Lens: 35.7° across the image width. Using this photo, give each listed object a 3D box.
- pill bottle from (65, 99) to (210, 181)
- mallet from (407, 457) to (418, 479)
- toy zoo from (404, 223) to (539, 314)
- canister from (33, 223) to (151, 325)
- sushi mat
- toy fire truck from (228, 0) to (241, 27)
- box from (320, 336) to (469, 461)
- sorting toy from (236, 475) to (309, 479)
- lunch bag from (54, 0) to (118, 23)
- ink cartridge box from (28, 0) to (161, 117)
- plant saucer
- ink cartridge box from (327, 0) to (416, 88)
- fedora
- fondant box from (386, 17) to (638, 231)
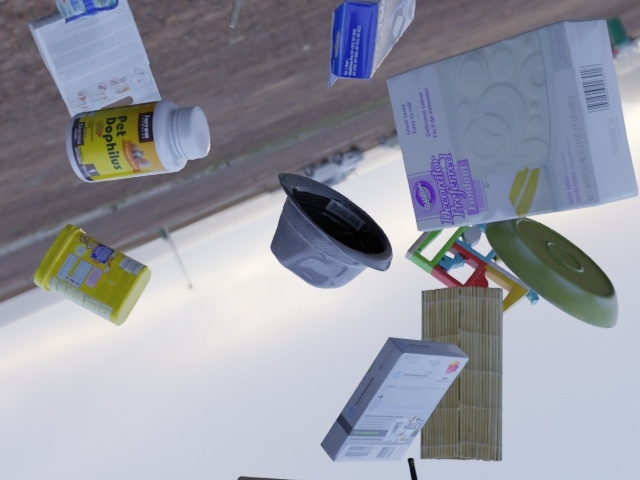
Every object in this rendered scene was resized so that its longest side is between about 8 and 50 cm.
[{"bbox_3d":[-0.294,-0.163,1.616,0.215,0.117,0.117,-7,-174,14],"label":"pill bottle"},{"bbox_3d":[0.213,0.579,2.250,0.062,0.190,0.039,9,137,-31],"label":"mallet"},{"bbox_3d":[0.359,0.052,2.212,0.192,0.293,0.030,-46,163,-30],"label":"toy zoo"},{"bbox_3d":[-0.403,0.063,1.771,0.126,0.170,0.073,-61,170,-14],"label":"canister"},{"bbox_3d":[0.256,0.241,1.810,0.151,0.317,0.019,-1,172,21],"label":"sushi mat"},{"bbox_3d":[-0.098,-0.520,1.909,0.246,0.158,0.217,-30,175,0],"label":"toy fire truck"},{"bbox_3d":[0.101,0.218,1.348,0.145,0.038,0.186,11,117,-45],"label":"box"},{"bbox_3d":[-0.065,0.487,1.700,0.347,0.196,0.047,3,138,1],"label":"sorting toy"},{"bbox_3d":[-0.382,-0.415,1.568,0.096,0.129,0.151,-20,-165,-8],"label":"lunch bag"},{"bbox_3d":[-0.421,-0.337,1.879,0.181,0.225,0.056,-26,-144,-15],"label":"ink cartridge box"},{"bbox_3d":[0.353,0.036,1.484,0.037,0.241,0.241,-56,168,23],"label":"plant saucer"},{"bbox_3d":[0.107,-0.425,1.880,0.065,0.165,0.333,19,-136,15],"label":"ink cartridge box"},{"bbox_3d":[0.000,0.000,1.762,0.124,0.244,0.275,-51,155,19],"label":"fedora"},{"bbox_3d":[0.256,-0.149,1.382,0.096,0.238,0.330,-14,-177,-38],"label":"fondant box"}]
